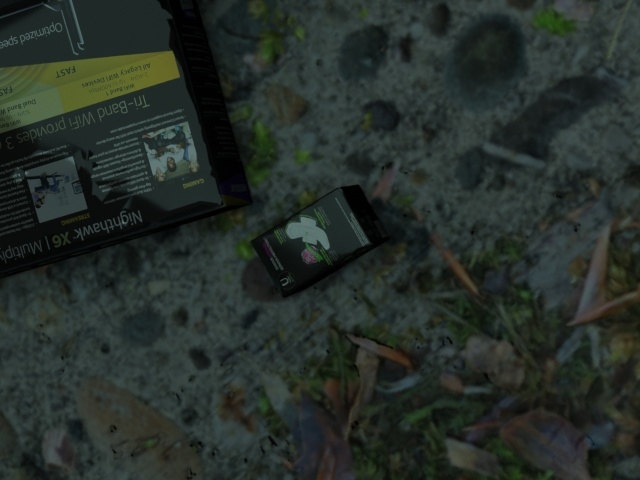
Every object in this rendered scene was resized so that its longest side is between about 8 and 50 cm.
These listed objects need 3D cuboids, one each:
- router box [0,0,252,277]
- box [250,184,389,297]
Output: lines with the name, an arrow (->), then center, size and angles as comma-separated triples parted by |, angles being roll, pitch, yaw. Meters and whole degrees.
router box -> -0.234, -0.102, 1.521 | 0.308, 0.081, 0.243 | -15, 88, 14
box -> 0.000, 0.000, 1.472 | 0.083, 0.062, 0.052 | -30, 85, 15
